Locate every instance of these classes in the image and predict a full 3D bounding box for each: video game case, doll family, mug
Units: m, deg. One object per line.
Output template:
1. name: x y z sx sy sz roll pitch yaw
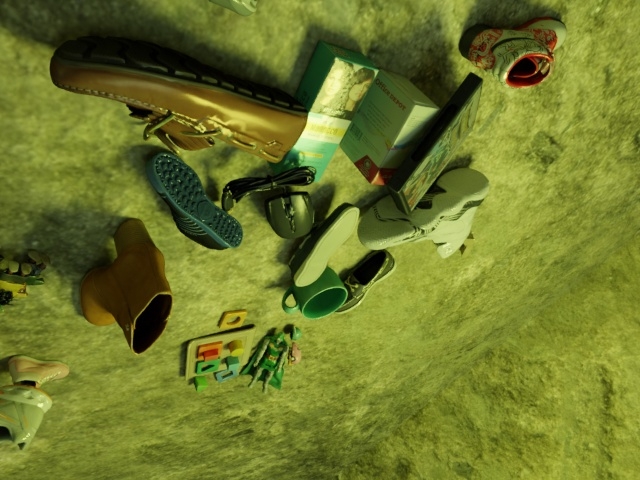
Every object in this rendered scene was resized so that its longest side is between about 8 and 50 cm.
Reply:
1. video game case: 0.233 -0.177 0.978 0.248 0.035 0.275 -53 166 4
2. doll family: -0.551 0.063 0.786 0.111 0.076 0.193 -42 139 20
3. mug: -0.018 0.125 1.234 0.157 0.097 0.129 12 126 -44

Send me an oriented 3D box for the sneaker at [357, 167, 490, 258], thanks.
1. sneaker: 0.261 -0.030 1.223 0.365 0.137 0.210 -25 142 -15

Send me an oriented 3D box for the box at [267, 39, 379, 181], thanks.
1. box: -0.002 -0.221 0.864 0.100 0.060 0.244 0 134 -37

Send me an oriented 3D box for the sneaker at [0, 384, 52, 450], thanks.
1. sneaker: -0.677 0.341 0.926 0.262 0.121 0.099 8 134 -10

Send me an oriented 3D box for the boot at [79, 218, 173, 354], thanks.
1. boot: -0.361 0.127 0.880 0.104 0.211 0.295 6 130 -40

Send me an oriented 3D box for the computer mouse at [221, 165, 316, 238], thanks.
1. computer mouse: -0.097 -0.049 0.953 0.183 0.060 0.262 -10 158 -7

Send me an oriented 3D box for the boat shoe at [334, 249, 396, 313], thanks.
1. boat shoe: 0.108 0.111 1.334 0.227 0.081 0.069 -42 141 2

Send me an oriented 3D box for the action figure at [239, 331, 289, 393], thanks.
1. action figure: -0.151 0.356 1.425 0.137 0.064 0.232 19 120 -7

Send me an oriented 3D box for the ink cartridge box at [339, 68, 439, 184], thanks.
1. ink cartridge box: 0.126 -0.213 0.913 0.072 0.128 0.175 -3 136 -37

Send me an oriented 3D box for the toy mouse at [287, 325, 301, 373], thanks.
1. toy mouse: -0.072 0.303 1.390 0.031 0.161 0.143 6 118 -9

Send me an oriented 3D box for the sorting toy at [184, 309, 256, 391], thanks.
1. sorting toy: -0.271 0.318 1.318 0.195 0.047 0.348 -11 139 -28

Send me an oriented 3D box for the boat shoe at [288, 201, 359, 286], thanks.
1. boat shoe: 0.000 0.000 1.114 0.095 0.079 0.255 -5 140 -39

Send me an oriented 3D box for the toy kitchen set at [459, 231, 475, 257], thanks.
1. toy kitchen set: 0.420 -0.003 1.468 0.075 0.068 0.083 5 138 -3

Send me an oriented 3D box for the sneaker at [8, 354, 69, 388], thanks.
1. sneaker: -0.595 0.292 1.022 0.051 0.070 0.134 -39 145 6

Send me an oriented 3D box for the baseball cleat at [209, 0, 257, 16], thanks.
1. baseball cleat: -0.178 -0.337 0.602 0.109 0.072 0.205 -33 143 25

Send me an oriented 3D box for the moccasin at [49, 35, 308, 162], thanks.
1. moccasin: -0.191 -0.189 0.711 0.379 0.139 0.147 1 125 -50

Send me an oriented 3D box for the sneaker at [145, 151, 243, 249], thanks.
1. sneaker: -0.241 -0.058 0.865 0.090 0.082 0.232 -7 137 33

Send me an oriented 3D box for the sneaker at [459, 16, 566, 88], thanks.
1. sneaker: 0.416 -0.362 0.939 0.269 0.145 0.090 -14 141 -25
